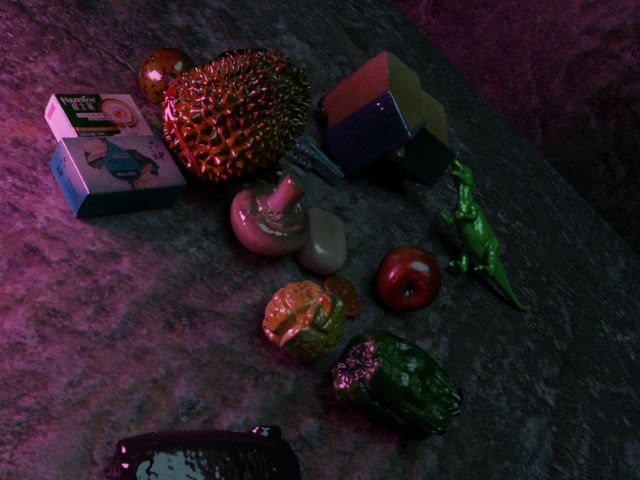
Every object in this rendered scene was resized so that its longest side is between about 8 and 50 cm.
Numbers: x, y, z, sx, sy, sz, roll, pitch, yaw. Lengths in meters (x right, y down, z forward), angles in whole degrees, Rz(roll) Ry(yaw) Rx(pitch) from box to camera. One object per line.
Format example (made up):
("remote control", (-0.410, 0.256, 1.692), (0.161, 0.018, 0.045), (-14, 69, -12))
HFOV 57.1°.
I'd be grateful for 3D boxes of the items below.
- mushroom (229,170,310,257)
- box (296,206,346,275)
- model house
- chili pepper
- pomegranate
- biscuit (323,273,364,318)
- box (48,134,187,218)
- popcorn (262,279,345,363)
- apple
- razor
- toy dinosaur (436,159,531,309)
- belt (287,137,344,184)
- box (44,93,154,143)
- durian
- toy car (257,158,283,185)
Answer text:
("mushroom", (-0.106, -0.072, 1.426), (0.208, 0.215, 0.207), (24, 37, -20))
("box", (0.000, 0.000, 1.560), (0.146, 0.088, 0.200), (22, 44, -28))
("model house", (0.225, -0.339, 1.935), (0.382, 0.335, 0.342), (23, 54, -37))
("chili pepper", (0.178, 0.341, 1.352), (0.385, 0.168, 0.213), (32, 53, -34))
("pomegranate", (-0.389, -0.420, 1.570), (0.205, 0.159, 0.159), (32, 31, -57))
("biscuit", (0.058, 0.145, 1.534), (0.102, 0.019, 0.130), (-14, 65, -47))
("box", (-0.440, -0.145, 1.294), (0.245, 0.092, 0.153), (-15, 66, -48))
("popcorn", (-0.034, 0.175, 1.314), (0.186, 0.167, 0.187), (35, -5, 27))
("apple", (0.241, 0.102, 1.621), (0.181, 0.181, 0.168), (30, 17, -17))
("razor", (-0.183, 0.411, 0.992), (0.327, 0.107, 0.189), (9, 51, -38))
("toy dinosaur", (0.568, -0.005, 2.008), (0.500, 0.144, 0.374), (31, 57, -35))
("belt", (-0.007, -0.236, 1.800), (0.179, 0.065, 0.100), (38, 28, -7))
("box", (-0.507, -0.264, 1.357), (0.199, 0.081, 0.135), (-14, 65, -50))
("durian", (-0.206, -0.295, 1.412), (0.348, 0.384, 0.347), (28, 43, -30))
("toy car", (-0.153, -0.226, 1.615), (0.139, 0.112, 0.112), (6, 52, -40))
